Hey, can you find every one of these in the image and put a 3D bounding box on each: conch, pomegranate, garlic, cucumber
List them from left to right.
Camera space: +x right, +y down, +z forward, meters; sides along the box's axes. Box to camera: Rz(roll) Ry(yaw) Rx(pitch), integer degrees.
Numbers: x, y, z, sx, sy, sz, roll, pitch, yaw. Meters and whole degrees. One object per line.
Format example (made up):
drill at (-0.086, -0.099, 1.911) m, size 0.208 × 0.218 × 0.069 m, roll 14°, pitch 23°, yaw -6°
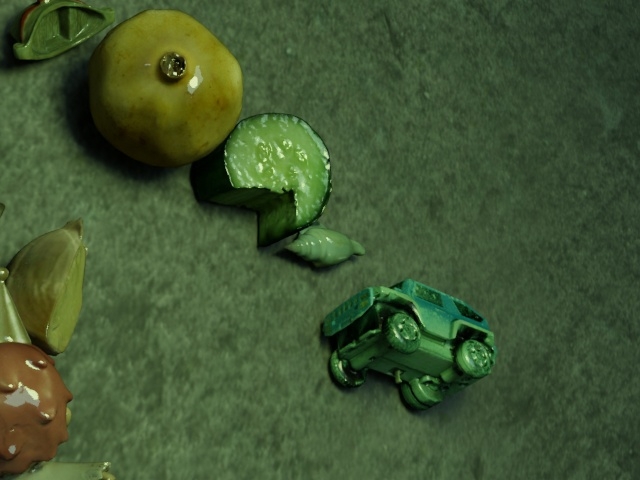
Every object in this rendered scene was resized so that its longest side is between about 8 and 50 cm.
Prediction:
garlic at (-0.349, 0.063, 1.449) m, size 0.087 × 0.101 × 0.196 m, roll 65°, pitch 24°, yaw -45°
pomegranate at (-0.222, -0.211, 1.634) m, size 0.233 × 0.233 × 0.233 m, roll 21°, pitch 56°, yaw -35°
cucumber at (-0.085, -0.103, 1.759) m, size 0.191 × 0.130 × 0.191 m, roll 21°, pitch 56°, yaw -34°
conch at (-0.001, 0.007, 1.841) m, size 0.180 × 0.088 × 0.065 m, roll 2°, pitch 111°, yaw -49°

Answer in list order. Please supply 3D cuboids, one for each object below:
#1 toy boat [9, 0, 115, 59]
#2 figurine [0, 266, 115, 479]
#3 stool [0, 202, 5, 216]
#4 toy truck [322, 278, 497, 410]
toy boat at (-0.373, -0.298, 1.622) m, size 0.071 × 0.089 × 0.185 m, roll 24°, pitch 40°, yaw 26°
figurine at (-0.355, 0.228, 1.328) m, size 0.207 × 0.166 × 0.387 m, roll -15°, pitch 85°, yaw -9°
stool at (-0.484, 0.007, 1.237) m, size 0.178 × 0.272 × 0.272 m, roll 44°, pitch 45°, yaw -25°
toy truck at (0.142, 0.158, 1.827) m, size 0.279 × 0.155 × 0.156 m, roll 23°, pitch 46°, yaw -33°
